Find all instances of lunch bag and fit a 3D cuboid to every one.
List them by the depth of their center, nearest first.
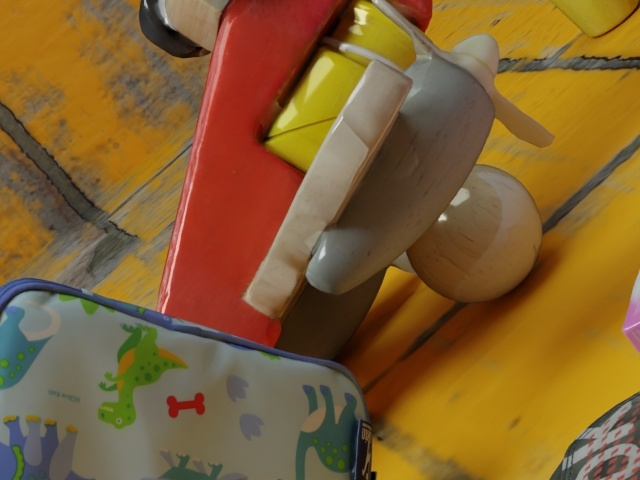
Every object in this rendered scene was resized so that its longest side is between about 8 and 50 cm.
[{"bbox_3d":[-0.082,0.126,0.846,0.090,0.219,0.176,-24,51,55],"label":"lunch bag"}]

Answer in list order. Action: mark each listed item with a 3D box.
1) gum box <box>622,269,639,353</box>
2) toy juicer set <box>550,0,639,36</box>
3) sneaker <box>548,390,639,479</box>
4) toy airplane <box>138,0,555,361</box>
[{"bbox_3d":[0.211,-0.002,0.833,0.107,0.062,0.188,-32,15,32],"label":"gum box"},{"bbox_3d":[0.328,-0.303,1.440,0.329,0.089,0.209,-44,14,-19],"label":"toy juicer set"},{"bbox_3d":[0.118,0.125,0.600,0.135,0.098,0.276,-25,18,47],"label":"sneaker"},{"bbox_3d":[0.000,0.000,1.090,0.386,0.272,0.384,-91,14,-63],"label":"toy airplane"}]
